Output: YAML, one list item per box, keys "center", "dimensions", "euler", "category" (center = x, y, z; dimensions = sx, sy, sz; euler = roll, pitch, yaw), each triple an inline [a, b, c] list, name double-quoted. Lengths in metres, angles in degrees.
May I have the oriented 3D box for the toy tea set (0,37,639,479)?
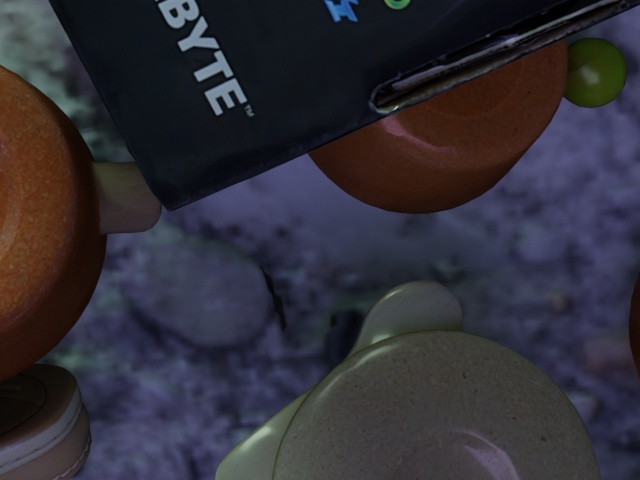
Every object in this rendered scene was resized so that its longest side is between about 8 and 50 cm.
- center: [0.000, 0.000, 0.471]
  dimensions: [0.336, 0.124, 0.200]
  euler: [33, 81, -7]
  category: "toy tea set"

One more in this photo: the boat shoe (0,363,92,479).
- center: [-0.135, 0.092, 0.525]
  dimensions: [0.170, 0.063, 0.059]
  euler: [-24, 112, 22]
  category: "boat shoe"

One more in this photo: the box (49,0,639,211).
- center: [0.035, -0.192, 0.289]
  dimensions: [0.293, 0.073, 0.295]
  euler: [-24, 102, 19]
  category: "box"
